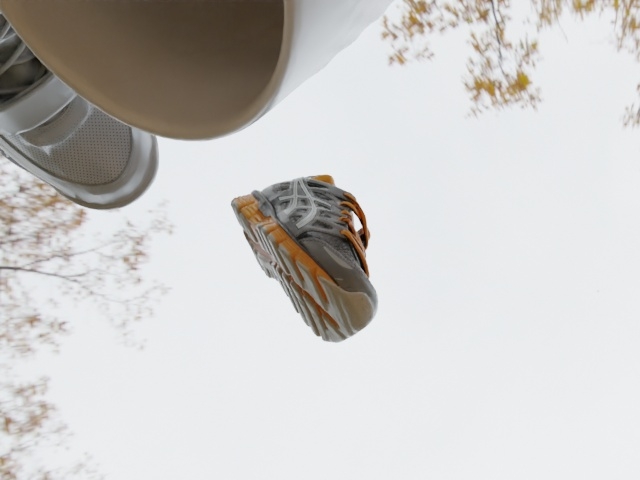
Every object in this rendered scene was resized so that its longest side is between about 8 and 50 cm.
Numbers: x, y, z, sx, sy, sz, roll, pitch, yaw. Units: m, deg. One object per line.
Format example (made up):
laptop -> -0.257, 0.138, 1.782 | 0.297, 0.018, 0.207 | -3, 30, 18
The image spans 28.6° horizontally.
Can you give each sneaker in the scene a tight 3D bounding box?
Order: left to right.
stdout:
sneaker -> -0.256, -0.142, 0.964 | 0.137, 0.210, 0.366 | -35, -66, 6
sneaker -> 0.000, 0.000, 0.904 | 0.083, 0.215, 0.084 | -26, -62, -9

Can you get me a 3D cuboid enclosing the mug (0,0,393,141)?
mug -> -0.051, -0.242, 0.869 | 0.276, 0.374, 0.328 | 41, -127, 5
